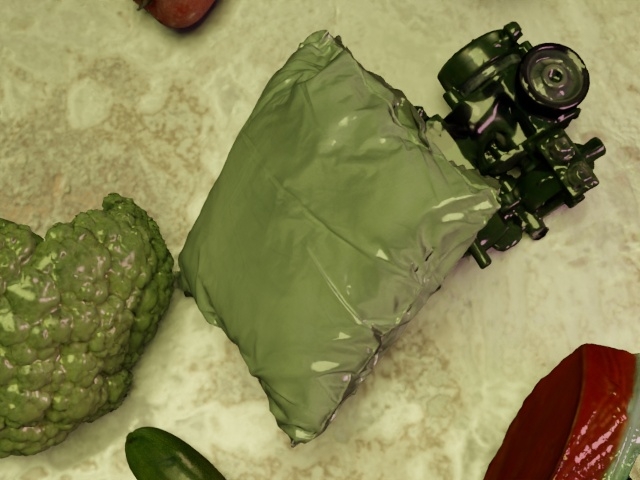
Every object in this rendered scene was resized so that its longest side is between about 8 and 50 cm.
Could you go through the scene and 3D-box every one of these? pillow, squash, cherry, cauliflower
[{"bbox_3d":[0.000,0.000,1.114,0.283,0.138,0.310,46,110,40],"label":"pillow"},{"bbox_3d":[-0.095,0.273,1.153,0.069,0.069,0.258,-39,77,-6],"label":"squash"},{"bbox_3d":[-0.150,-0.276,1.289,0.126,0.087,0.106,-21,76,-14],"label":"cherry"},{"bbox_3d":[-0.295,0.068,1.170,0.250,0.275,0.272,41,115,48],"label":"cauliflower"}]

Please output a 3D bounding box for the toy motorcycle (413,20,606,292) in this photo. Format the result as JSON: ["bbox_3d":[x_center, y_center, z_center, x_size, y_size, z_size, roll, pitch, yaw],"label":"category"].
[{"bbox_3d":[0.149,-0.080,1.197,0.275,0.127,0.205,-32,79,-8],"label":"toy motorcycle"}]

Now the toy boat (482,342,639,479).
[{"bbox_3d":[0.225,0.248,1.105,0.133,0.145,0.332,31,81,-13],"label":"toy boat"}]
